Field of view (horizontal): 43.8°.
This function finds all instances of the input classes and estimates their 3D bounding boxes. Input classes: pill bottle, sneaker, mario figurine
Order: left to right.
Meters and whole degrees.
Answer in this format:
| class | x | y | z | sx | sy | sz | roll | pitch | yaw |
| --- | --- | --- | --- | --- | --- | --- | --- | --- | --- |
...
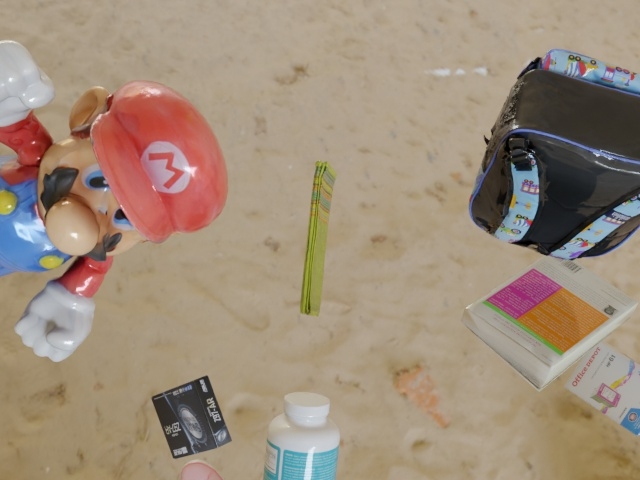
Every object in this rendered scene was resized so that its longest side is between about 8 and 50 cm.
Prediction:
| class | x | y | z | sx | sy | sz | roll | pitch | yaw |
| --- | --- | --- | --- | --- | --- | --- | --- | --- | --- |
| mario figurine | -0.213 | -0.016 | 0.572 | 0.198 | 0.321 | 0.170 | 28 | 52 | -55 |
| sneaker | -0.131 | 0.333 | 0.968 | 0.051 | 0.070 | 0.134 | -27 | 87 | 0 |
| pill bottle | -0.038 | 0.442 | 1.585 | 0.146 | 0.263 | 0.146 | 6 | 7 | -1 |

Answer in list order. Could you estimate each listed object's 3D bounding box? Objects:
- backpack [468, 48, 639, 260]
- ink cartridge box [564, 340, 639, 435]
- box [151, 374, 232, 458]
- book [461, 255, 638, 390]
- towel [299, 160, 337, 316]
| class | x | y | z | sx | sy | sz | roll | pitch | yaw |
| --- | --- | --- | --- | --- | --- | --- | --- | --- | --- |
| backpack | 0.215 | -0.061 | 0.698 | 0.158 | 0.173 | 0.116 | 15 | 62 | 2 |
| ink cartridge box | 0.431 | 0.211 | 1.153 | 0.122 | 0.088 | 0.052 | 34 | 9 | 30 |
| box | -0.125 | 0.171 | 0.767 | 0.018 | 0.083 | 0.067 | -16 | 82 | -44 |
| book | 0.214 | 0.065 | 0.740 | 0.144 | 0.035 | 0.096 | -26 | 52 | -33 |
| towel | 0.000 | 0.000 | 1.244 | 0.021 | 0.102 | 0.237 | 5 | 84 | 14 |
